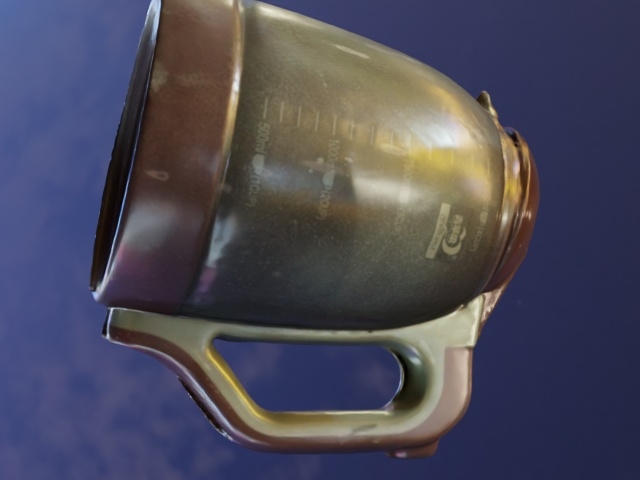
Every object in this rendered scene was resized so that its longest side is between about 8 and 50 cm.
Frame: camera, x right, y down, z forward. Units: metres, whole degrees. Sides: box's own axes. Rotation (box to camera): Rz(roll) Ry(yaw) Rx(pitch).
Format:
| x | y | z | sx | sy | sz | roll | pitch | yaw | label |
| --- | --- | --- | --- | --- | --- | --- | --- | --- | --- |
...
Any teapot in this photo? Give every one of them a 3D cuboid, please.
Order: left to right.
| x | y | z | sx | sy | sz | roll | pitch | yaw | label |
| --- | --- | --- | --- | --- | --- | --- | --- | --- | --- |
| 0.000 | 0.000 | 0.887 | 0.233 | 0.312 | 0.315 | 176 | -75 | -77 | teapot |
